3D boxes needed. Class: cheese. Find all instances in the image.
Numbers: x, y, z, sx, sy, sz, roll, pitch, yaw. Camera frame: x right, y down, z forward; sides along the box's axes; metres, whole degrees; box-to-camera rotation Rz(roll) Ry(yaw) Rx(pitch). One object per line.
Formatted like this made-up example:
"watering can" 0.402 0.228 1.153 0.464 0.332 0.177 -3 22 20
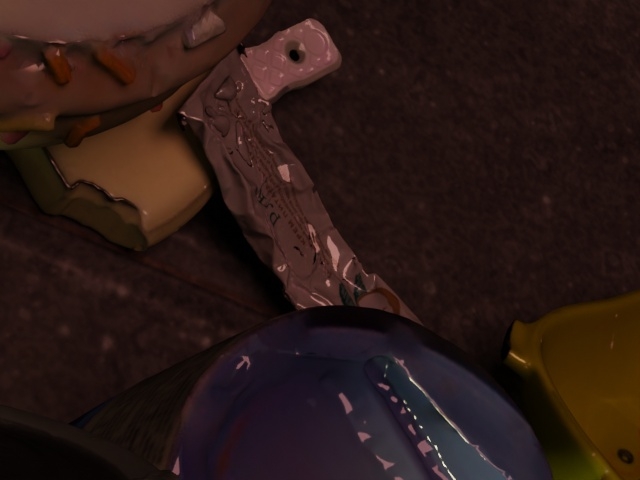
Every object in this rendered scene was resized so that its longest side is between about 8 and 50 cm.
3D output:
"cheese" -0.078 -0.082 0.965 0.255 0.050 0.127 -29 87 -37

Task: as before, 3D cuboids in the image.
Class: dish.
"dish" 0.230 0.144 1.011 0.262 0.108 0.221 -1 42 -33

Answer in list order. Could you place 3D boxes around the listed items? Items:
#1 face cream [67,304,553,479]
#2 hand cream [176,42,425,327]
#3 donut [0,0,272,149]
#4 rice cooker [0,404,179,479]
"face cream" -0.028 0.176 0.771 0.249 0.225 0.249 16 60 -30
"hand cream" -0.003 0.001 0.960 0.257 0.050 0.084 53 45 -15
"donut" -0.200 -0.207 0.854 0.382 0.142 0.383 12 55 -18
"rice cooker" -0.174 0.202 0.547 0.264 0.316 0.317 6 66 -51
